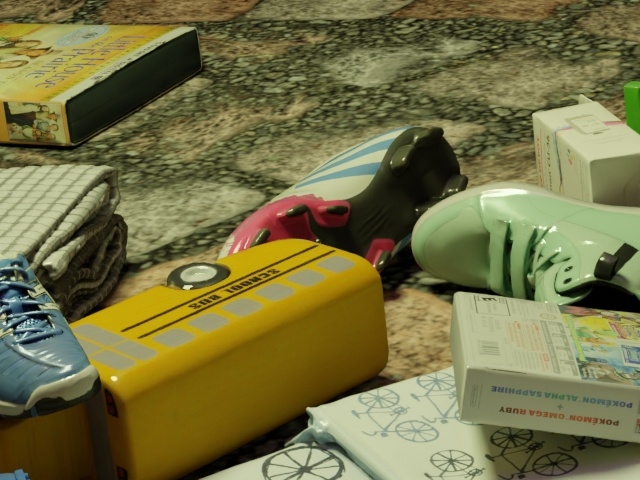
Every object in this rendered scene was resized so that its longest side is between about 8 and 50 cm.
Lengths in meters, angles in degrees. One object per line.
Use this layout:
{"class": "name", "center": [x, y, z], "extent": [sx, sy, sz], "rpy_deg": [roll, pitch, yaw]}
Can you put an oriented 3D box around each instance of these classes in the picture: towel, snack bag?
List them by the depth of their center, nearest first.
{"class": "snack bag", "center": [0.067, 0.180, 1.361], "extent": [0.342, 0.037, 0.323], "rpy_deg": [-17, 23, -24]}
{"class": "towel", "center": [-0.314, 0.026, 1.775], "extent": [0.235, 0.121, 0.284], "rpy_deg": [-1, 20, 11]}

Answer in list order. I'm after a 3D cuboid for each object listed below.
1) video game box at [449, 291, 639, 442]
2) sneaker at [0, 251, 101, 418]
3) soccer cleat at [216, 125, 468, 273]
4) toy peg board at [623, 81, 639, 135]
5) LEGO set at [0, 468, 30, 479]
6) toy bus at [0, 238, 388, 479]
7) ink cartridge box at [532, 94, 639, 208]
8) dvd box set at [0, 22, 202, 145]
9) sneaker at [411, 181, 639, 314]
{"class": "video game box", "center": [0.190, 0.092, 1.452], "extent": [0.187, 0.048, 0.205], "rpy_deg": [5, 13, 1]}
{"class": "sneaker", "center": [-0.224, 0.058, 1.404], "extent": [0.080, 0.081, 0.211], "rpy_deg": [-20, 31, -29]}
{"class": "soccer cleat", "center": [0.000, 0.000, 1.784], "extent": [0.143, 0.116, 0.331], "rpy_deg": [-19, 10, 44]}
{"class": "toy peg board", "center": [0.392, -0.132, 2.010], "extent": [0.161, 0.079, 0.160], "rpy_deg": [9, 26, 35]}
{"class": "LEGO set", "center": [-0.171, 0.208, 1.293], "extent": [0.093, 0.087, 0.227], "rpy_deg": [-12, 23, -13]}
{"class": "toy bus", "center": [-0.109, 0.104, 1.516], "extent": [0.332, 0.108, 0.130], "rpy_deg": [-24, 29, -39]}
{"class": "ink cartridge box", "center": [0.243, -0.052, 1.799], "extent": [0.067, 0.115, 0.198], "rpy_deg": [-10, 20, -8]}
{"class": "dvd box set", "center": [-0.400, -0.198, 2.453], "extent": [0.420, 0.062, 0.307], "rpy_deg": [5, 24, 28]}
{"class": "sneaker", "center": [0.173, 0.023, 1.657], "extent": [0.255, 0.094, 0.151], "rpy_deg": [3, 26, 27]}
